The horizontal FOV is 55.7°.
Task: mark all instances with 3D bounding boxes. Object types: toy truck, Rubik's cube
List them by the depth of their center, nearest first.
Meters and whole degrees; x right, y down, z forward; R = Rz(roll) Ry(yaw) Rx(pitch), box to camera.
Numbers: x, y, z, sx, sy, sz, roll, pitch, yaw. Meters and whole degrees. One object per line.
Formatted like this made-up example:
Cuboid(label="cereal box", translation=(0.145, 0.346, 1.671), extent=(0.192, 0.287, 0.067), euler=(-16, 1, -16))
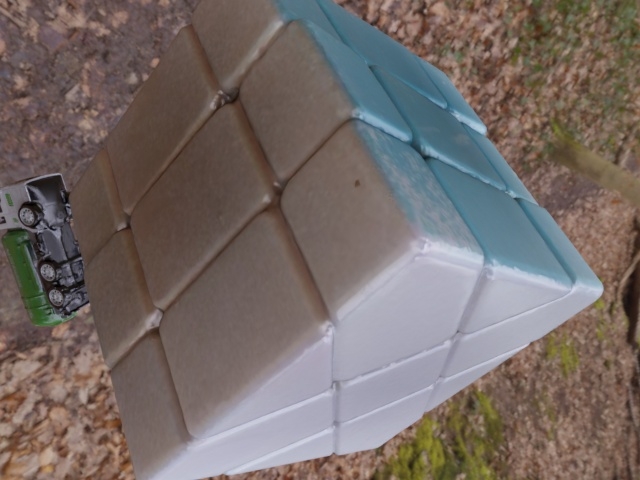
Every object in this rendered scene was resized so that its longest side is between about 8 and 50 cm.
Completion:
Cuboid(label="Rubik's cube", translation=(0.000, 0.000, 0.573), extent=(0.322, 0.316, 0.319), euler=(13, 132, -46))
Cuboid(label="toy truck", translation=(-0.444, 0.019, 0.976), extent=(0.101, 0.125, 0.242), euler=(-40, 121, -64))
